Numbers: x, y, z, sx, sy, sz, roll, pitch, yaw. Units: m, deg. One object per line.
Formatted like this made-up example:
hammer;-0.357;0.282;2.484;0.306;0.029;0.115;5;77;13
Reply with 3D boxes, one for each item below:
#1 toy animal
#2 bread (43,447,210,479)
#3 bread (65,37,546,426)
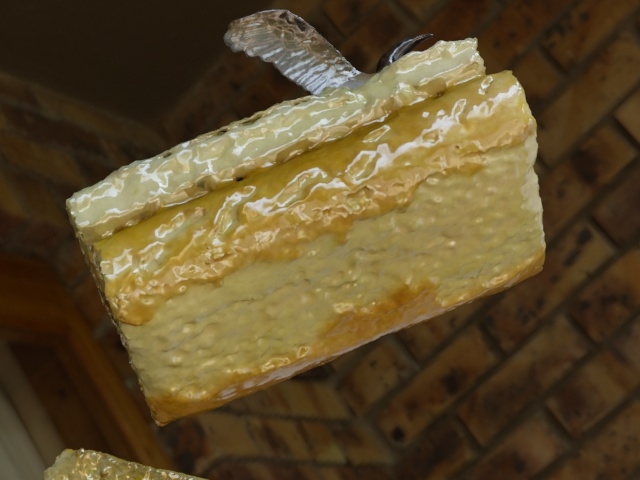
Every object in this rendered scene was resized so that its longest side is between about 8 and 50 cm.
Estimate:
toy animal;0.059;-0.141;1.423;0.197;0.160;0.272;-33;-55;-2
bread;-0.180;0.329;1.540;0.184;0.275;0.114;77;-154;-66
bread;0.000;0.000;1.122;0.376;0.165;0.236;-24;-39;-7
